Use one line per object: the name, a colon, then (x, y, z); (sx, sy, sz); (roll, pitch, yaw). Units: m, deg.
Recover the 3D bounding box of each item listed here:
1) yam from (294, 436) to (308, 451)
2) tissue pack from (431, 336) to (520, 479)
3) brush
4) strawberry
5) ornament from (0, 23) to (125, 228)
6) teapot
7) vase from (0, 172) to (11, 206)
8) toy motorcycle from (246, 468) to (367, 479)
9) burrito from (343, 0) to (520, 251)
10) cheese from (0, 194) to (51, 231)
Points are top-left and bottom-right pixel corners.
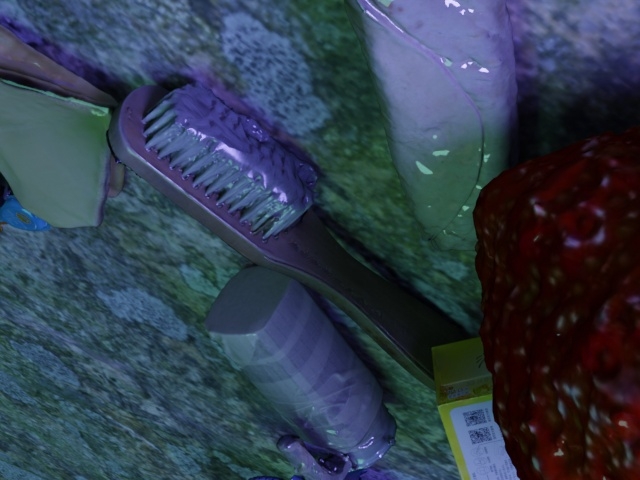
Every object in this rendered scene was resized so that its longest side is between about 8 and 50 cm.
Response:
yam: (-0.016, 0.233, 1.207); (0.014, 0.014, 0.107); (16, 147, 22)
tissue pack: (0.146, 0.146, 0.830); (0.095, 0.062, 0.176); (-14, 127, 10)
brush: (0.000, 0.000, 0.799); (0.327, 0.070, 0.065); (40, 138, -20)
strawberry: (0.187, 0.045, 0.554); (0.277, 0.257, 0.257); (28, 155, 38)
ornament: (-0.206, -0.088, 0.850); (0.180, 0.059, 0.201); (0, 142, 39)
teapot: (-0.014, 0.122, 0.946); (0.077, 0.107, 0.200); (-3, 138, 39)
vase: (-0.347, -0.071, 0.988); (0.167, 0.059, 0.059); (17, 148, 20)
toy motorcycle: (0.049, 0.287, 1.162); (0.254, 0.092, 0.135); (30, 142, -18)
burrito: (0.067, -0.076, 0.624); (0.082, 0.059, 0.275); (2, 143, 16)
cheese: (-0.281, -0.023, 1.044); (0.111, 0.017, 0.047); (-4, 133, 44)
